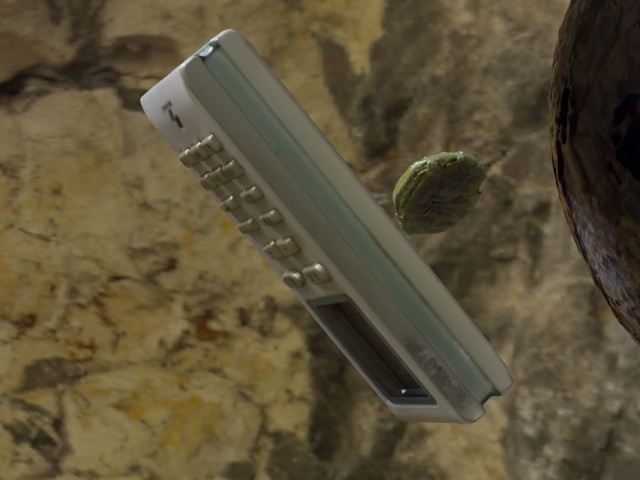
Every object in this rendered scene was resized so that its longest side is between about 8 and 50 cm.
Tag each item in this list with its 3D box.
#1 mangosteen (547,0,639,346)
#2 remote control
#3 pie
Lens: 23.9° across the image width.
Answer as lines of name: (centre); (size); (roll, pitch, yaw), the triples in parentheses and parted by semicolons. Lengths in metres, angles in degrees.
mangosteen: (0.221, -0.066, 0.607); (0.313, 0.297, 0.297); (33, -103, -26)
remote control: (0.000, 0.000, 0.943); (0.055, 0.103, 0.277); (-42, -81, -19)
pie: (0.094, -0.037, 1.204); (0.084, 0.020, 0.084); (-16, -41, -14)
